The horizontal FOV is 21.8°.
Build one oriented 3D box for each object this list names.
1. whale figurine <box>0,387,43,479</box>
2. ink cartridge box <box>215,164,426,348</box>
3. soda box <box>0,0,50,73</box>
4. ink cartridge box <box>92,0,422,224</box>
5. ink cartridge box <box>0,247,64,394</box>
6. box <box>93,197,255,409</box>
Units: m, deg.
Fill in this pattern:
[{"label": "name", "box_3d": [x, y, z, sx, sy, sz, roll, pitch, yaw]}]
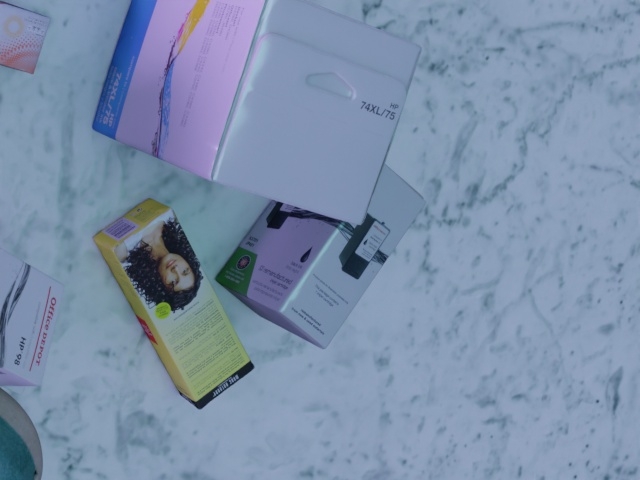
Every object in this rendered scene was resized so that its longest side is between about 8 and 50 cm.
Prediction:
[{"label": "whale figurine", "box_3d": [-0.407, 0.212, 1.590, 0.272, 0.141, 0.216, 11, 129, 7]}, {"label": "ink cartridge box", "box_3d": [0.000, 0.000, 1.890, 0.087, 0.153, 0.208, 41, 79, -33]}, {"label": "soda box", "box_3d": [-0.364, -0.220, 1.645, 0.183, 0.058, 0.063, 15, 95, -36]}, {"label": "ink cartridge box", "box_3d": [-0.071, -0.157, 1.725, 0.198, 0.270, 0.197, 16, 94, -35]}, {"label": "ink cartridge box", "box_3d": [-0.300, 0.069, 1.529, 0.180, 0.060, 0.104, 36, 58, -51]}, {"label": "box", "box_3d": [-0.162, 0.072, 1.861, 0.087, 0.058, 0.232, -37, 121, -19]}]
